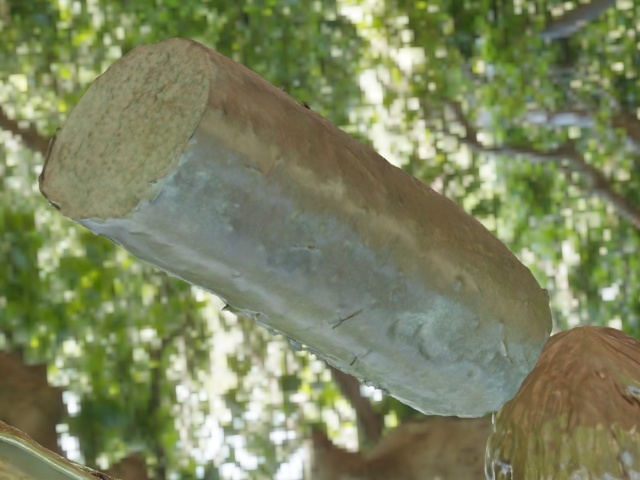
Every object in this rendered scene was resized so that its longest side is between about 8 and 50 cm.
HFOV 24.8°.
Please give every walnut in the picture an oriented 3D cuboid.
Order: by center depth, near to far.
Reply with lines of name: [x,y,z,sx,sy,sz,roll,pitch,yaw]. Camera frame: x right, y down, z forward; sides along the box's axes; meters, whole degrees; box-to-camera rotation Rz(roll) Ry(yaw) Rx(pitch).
walnut: [0.196,0.163,1.042,0.178,0.230,0.178,-8,-155,4]

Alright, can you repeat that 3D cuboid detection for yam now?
yam: [0.000,0.000,0.690,0.106,0.106,0.259,-2,155,45]

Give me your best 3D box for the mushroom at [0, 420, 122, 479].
mushroom: [-0.229,0.248,1.053,0.292,0.217,0.212,33,165,-22]
